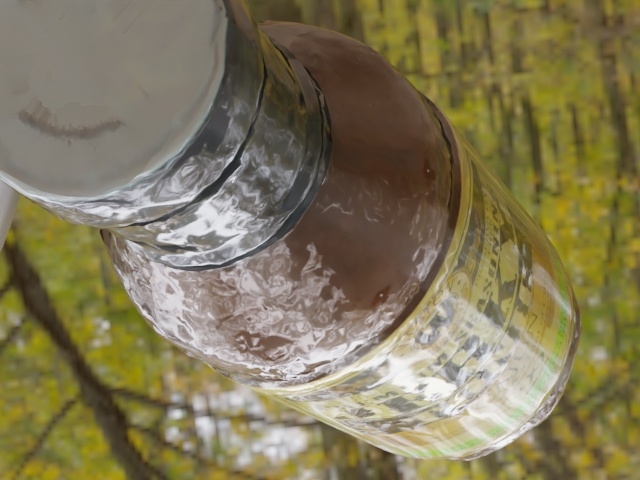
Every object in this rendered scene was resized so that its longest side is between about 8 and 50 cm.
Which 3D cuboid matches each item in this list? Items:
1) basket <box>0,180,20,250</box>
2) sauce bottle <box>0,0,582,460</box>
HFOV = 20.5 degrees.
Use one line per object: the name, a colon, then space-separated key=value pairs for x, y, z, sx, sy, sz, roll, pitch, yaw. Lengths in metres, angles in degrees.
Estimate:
basket: x=-0.192 y=-0.095 z=0.797 sx=0.204 sy=0.227 sz=0.154 roll=34 pitch=-138 yaw=22
sauce bottle: x=0.000 y=0.000 z=0.555 sx=0.111 sy=0.111 sz=0.344 roll=-3 pitch=167 yaw=19
